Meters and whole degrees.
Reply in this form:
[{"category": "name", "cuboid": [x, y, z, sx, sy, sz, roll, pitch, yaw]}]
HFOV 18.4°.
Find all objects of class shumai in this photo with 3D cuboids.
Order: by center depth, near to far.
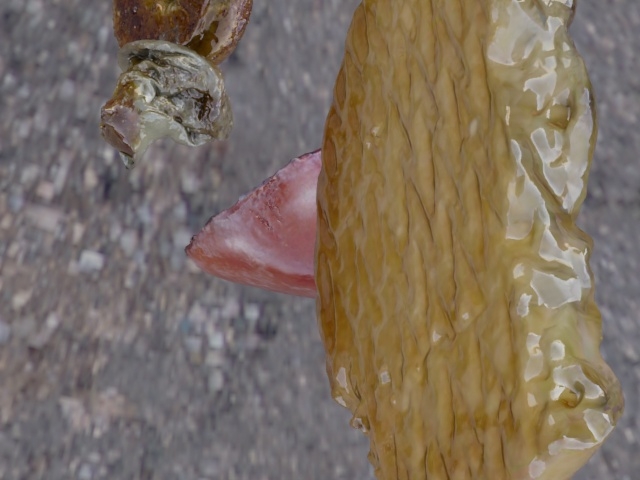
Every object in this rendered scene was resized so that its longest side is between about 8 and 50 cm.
[{"category": "shumai", "cuboid": [-0.155, -0.123, 1.897, 0.145, 0.145, 0.116, 35, 74, -13]}]

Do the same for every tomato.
[{"category": "tomato", "cuboid": [0.000, 0.000, 1.439, 0.189, 0.173, 0.099, -37, 78, 27]}]

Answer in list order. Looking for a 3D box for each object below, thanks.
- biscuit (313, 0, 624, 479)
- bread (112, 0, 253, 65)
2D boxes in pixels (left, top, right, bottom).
[{"category": "biscuit", "cuboid": [0.040, -0.008, 0.609, 0.033, 0.224, 0.144, 11, 143, -23]}, {"category": "bread", "cuboid": [-0.138, -0.250, 2.006, 0.064, 0.193, 0.193, 8, 116, -47]}]
